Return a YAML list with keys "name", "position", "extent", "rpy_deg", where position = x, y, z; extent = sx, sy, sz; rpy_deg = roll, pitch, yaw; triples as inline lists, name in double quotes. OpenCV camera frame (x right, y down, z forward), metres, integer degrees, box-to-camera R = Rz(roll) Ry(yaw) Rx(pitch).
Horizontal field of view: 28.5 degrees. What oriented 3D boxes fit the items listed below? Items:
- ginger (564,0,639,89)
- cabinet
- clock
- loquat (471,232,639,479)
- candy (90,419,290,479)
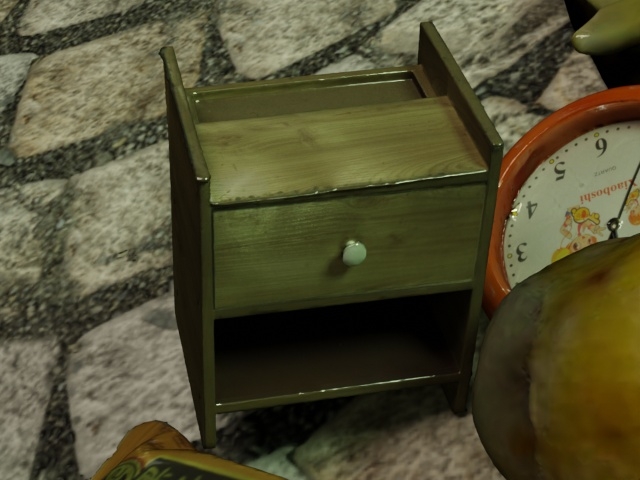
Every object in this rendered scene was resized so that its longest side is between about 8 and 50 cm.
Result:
- name: "ginger"
  position: [0.353, -0.235, 0.883]
  extent: [0.358, 0.211, 0.413]
  rpy_deg: [-36, 40, -13]
- name: "cabinet"
  position: [0.000, 0.000, 0.779]
  extent: [0.174, 0.215, 0.148]
  rpy_deg: [-7, 39, -12]
- name: "clock"
  position: [0.192, -0.009, 0.825]
  extent: [0.205, 0.051, 0.205]
  rpy_deg: [-19, 54, 29]
- name: "loquat"
  position: [0.190, 0.078, 0.664]
  extent: [0.227, 0.179, 0.179]
  rpy_deg: [-13, 41, 29]
- name: "candy"
  position: [-0.070, 0.185, 0.758]
  extent: [0.271, 0.101, 0.143]
  rpy_deg: [11, 44, 45]
